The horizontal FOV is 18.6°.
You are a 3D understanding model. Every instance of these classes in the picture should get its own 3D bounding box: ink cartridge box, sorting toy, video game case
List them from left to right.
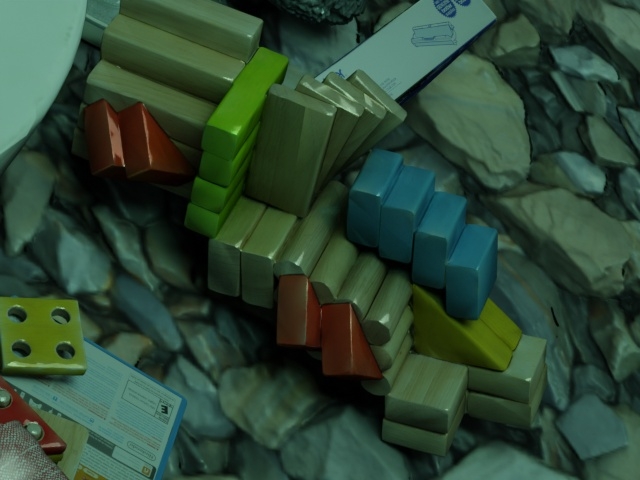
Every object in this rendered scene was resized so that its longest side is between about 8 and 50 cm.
[{"bbox_3d":[-0.188,0.108,0.972,0.132,0.046,0.274,22,46,-7],"label":"sorting toy"},{"bbox_3d":[-0.144,0.121,1.044,0.119,0.015,0.166,33,45,-17],"label":"video game case"},{"bbox_3d":[0.028,-0.098,1.281,0.046,0.097,0.207,48,42,0],"label":"ink cartridge box"}]

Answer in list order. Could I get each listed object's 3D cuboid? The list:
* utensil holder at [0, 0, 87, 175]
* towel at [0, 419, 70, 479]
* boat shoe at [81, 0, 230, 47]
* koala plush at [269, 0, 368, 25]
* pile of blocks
[{"bbox_3d":[-0.309,-0.044,0.758,0.327,0.385,0.327,22,48,-26],"label":"utensil holder"},{"bbox_3d":[-0.118,0.264,0.849,0.237,0.037,0.329,-38,78,-29],"label":"towel"},{"bbox_3d":[-0.143,-0.181,1.215,0.227,0.081,0.079,23,48,-24],"label":"boat shoe"},{"bbox_3d":[-0.054,-0.268,1.277,0.221,0.203,0.196,21,7,7],"label":"koala plush"},{"bbox_3d":[0.000,0.000,1.150,0.362,0.149,0.112,39,43,-10],"label":"pile of blocks"}]
